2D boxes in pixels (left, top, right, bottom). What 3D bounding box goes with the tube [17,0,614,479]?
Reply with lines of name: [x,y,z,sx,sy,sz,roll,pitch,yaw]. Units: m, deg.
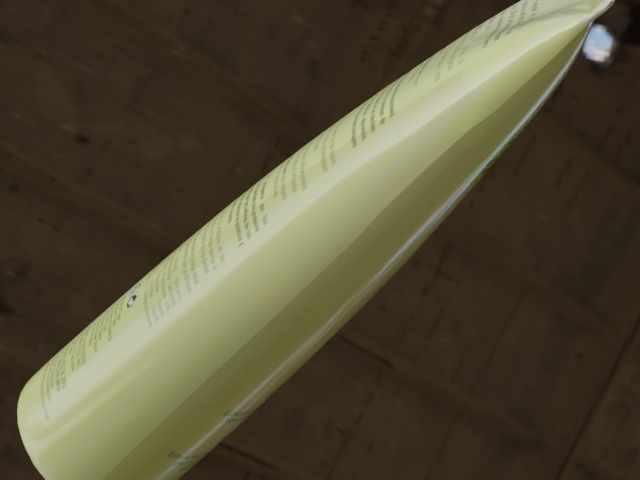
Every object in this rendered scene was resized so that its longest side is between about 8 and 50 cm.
tube: [0.000,0.000,0.395,0.240,0.070,0.062,-42,-43,23]
